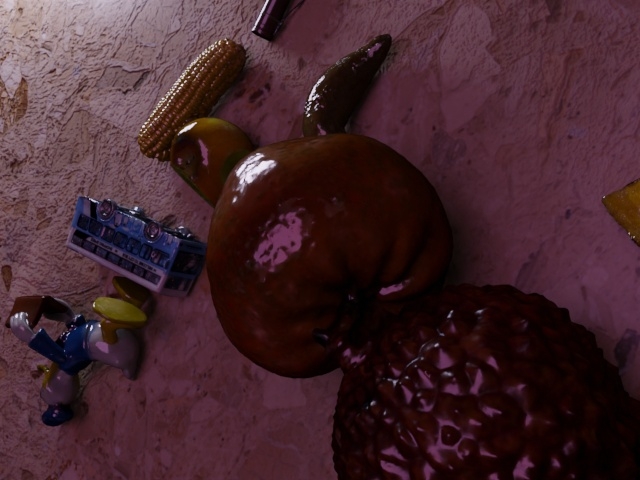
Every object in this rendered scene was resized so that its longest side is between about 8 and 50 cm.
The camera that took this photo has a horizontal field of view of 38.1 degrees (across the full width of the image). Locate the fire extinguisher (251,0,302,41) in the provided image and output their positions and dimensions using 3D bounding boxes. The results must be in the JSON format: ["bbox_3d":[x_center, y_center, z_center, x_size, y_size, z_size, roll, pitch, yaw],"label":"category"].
[{"bbox_3d":[-0.074,-0.460,1.783,0.078,0.045,0.157,26,93,3],"label":"fire extinguisher"}]

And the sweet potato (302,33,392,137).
[{"bbox_3d":[0.030,-0.224,1.643,0.124,0.098,0.310,15,86,9],"label":"sweet potato"}]

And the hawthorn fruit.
[{"bbox_3d":[0.000,0.000,1.472,0.402,0.403,0.403,-6,77,29],"label":"hawthorn fruit"}]

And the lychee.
[{"bbox_3d":[0.202,0.251,1.246,0.500,0.424,0.425,30,97,4],"label":"lychee"}]

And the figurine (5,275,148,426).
[{"bbox_3d":[-0.500,0.222,1.815,0.283,0.204,0.338,25,107,6],"label":"figurine"}]

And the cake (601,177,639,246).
[{"bbox_3d":[0.507,-0.080,1.360,0.116,0.079,0.185,44,113,42],"label":"cake"}]

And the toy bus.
[{"bbox_3d":[-0.365,0.005,1.824,0.297,0.106,0.131,23,94,33],"label":"toy bus"}]

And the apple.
[{"bbox_3d":[-0.207,-0.149,1.734,0.146,0.147,0.163,23,94,32],"label":"apple"}]

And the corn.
[{"bbox_3d":[-0.251,-0.274,1.820,0.292,0.101,0.101,-47,61,10],"label":"corn"}]
